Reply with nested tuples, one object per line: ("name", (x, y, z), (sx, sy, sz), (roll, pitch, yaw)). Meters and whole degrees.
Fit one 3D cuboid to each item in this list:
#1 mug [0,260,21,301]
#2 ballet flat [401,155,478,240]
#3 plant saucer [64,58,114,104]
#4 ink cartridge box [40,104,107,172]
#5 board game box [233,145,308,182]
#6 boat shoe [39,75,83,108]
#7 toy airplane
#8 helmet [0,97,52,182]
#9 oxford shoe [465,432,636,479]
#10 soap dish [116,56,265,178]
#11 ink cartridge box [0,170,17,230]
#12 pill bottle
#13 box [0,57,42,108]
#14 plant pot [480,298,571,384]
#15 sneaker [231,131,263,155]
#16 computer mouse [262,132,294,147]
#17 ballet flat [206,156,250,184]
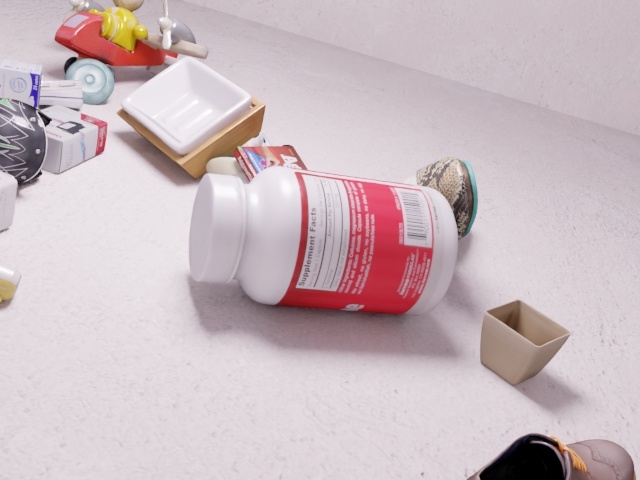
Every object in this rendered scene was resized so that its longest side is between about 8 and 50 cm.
("mug", (-0.465, 0.063, 1.087), (0.064, 0.078, 0.062), (18, -9, -16))
("ballet flat", (0.218, -0.068, 1.551), (0.182, 0.164, 0.483), (-8, -1, 9))
("plant saucer", (-0.571, -0.398, 1.900), (0.119, 0.119, 0.021), (7, -11, -18))
("ink cartridge box", (-0.539, -0.211, 1.573), (0.127, 0.072, 0.175), (20, 25, 7))
("board game box", (-0.056, -0.087, 1.552), (0.145, 0.027, 0.281), (-5, 52, -39))
("boat shoe", (-0.663, -0.355, 1.778), (0.226, 0.075, 0.083), (-3, 16, -44))
("toy airplane", (-0.509, -0.571, 2.093), (0.386, 0.272, 0.384), (3, 20, -14))
("helmet", (-0.571, -0.181, 1.390), (0.169, 0.169, 0.161), (14, 9, -4))
("oxford shoe", (0.293, 0.300, 0.937), (0.364, 0.132, 0.130), (-8, 34, -42))
("soap dish", (-0.286, -0.274, 1.707), (0.229, 0.118, 0.291), (-39, 50, -17))
("ink cartridge box", (-0.606, -0.054, 1.183), (0.160, 0.092, 0.219), (22, 25, 12))
("pill bottle", (0.000, 0.000, 1.273), (0.408, 0.229, 0.229), (6, 27, -20))
("box", (-0.681, -0.324, 1.660), (0.137, 0.126, 0.072), (6, 28, -18))
("plant pot", (0.326, 0.173, 1.264), (0.109, 0.096, 0.109), (-11, 36, -43))
("sneaker", (-0.259, -0.256, 1.822), (0.232, 0.090, 0.115), (15, 34, 9))
("computer mouse", (-0.159, -0.255, 1.926), (0.193, 0.042, 0.106), (30, 29, 27))
("ballet flat", (-0.123, -0.112, 1.620), (0.248, 0.086, 0.086), (13, 25, -9))
